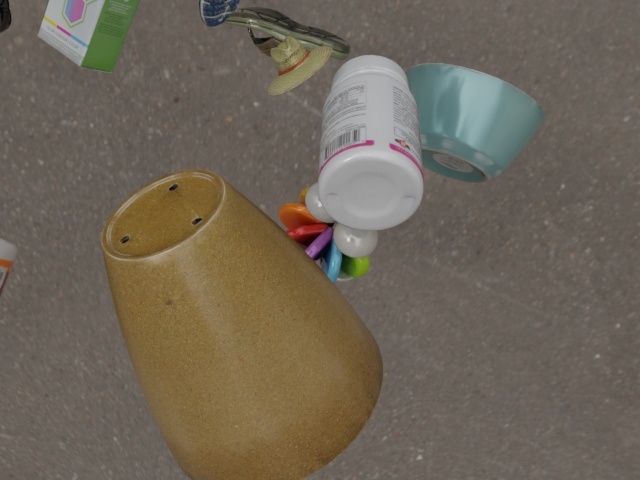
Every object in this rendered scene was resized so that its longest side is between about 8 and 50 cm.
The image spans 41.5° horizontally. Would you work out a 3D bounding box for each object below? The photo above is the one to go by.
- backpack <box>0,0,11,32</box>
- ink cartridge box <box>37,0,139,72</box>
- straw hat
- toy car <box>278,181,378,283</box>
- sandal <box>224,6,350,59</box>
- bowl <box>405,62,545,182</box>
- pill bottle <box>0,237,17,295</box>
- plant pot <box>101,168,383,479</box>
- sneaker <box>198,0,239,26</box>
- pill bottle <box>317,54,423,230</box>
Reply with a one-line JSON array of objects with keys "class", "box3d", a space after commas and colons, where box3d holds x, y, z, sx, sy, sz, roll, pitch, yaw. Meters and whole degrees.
[{"class": "backpack", "box3d": [-0.447, -0.286, 0.751, 0.273, 0.355, 0.290, -20, 112, -7]}, {"class": "ink cartridge box", "box3d": [-0.303, -0.350, 1.158, 0.109, 0.062, 0.209, 36, 109, 29]}, {"class": "straw hat", "box3d": [-0.053, -0.316, 1.453, 0.144, 0.144, 0.061, -48, 118, -22]}, {"class": "toy car", "box3d": [0.000, 0.000, 1.423, 0.136, 0.159, 0.182, -33, 78, -26]}, {"class": "sandal", "box3d": [-0.085, -0.430, 1.813, 0.303, 0.086, 0.120, 23, 29, 13]}, {"class": "bowl", "box3d": [0.296, -0.229, 1.777, 0.311, 0.311, 0.163, 22, 82, 1]}, {"class": "pill bottle", "box3d": [-0.709, 0.156, 1.489, 0.224, 0.224, 0.392, 20, 84, 0]}, {"class": "plant pot", "box3d": [-0.090, 0.065, 0.795, 0.237, 0.254, 0.237, -15, 38, 12]}, {"class": "sneaker", "box3d": [-0.130, -0.328, 1.018, 0.052, 0.135, 0.058, -13, 35, -34]}, {"class": "pill bottle", "box3d": [0.080, -0.165, 1.355, 0.160, 0.160, 0.283, 9, 45, -5]}]
